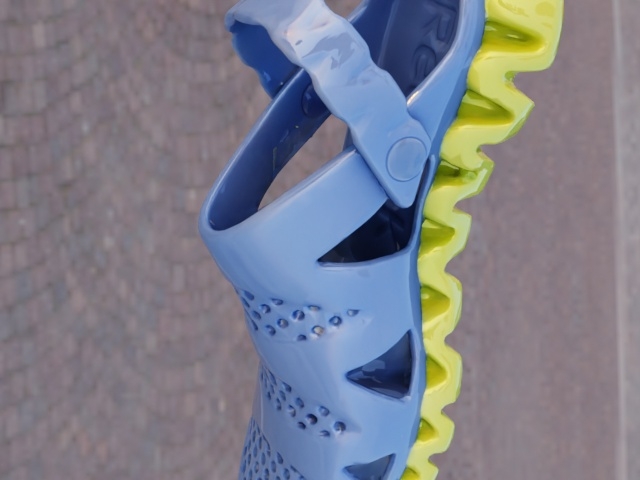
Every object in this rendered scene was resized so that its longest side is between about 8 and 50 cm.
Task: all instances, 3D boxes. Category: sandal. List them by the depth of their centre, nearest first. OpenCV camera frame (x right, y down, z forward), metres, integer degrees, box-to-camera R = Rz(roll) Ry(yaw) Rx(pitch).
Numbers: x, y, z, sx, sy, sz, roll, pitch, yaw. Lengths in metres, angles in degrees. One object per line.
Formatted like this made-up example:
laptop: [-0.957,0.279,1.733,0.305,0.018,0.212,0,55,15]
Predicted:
sandal: [0.000,0.000,0.721,0.138,0.126,0.317,4,103,-35]
